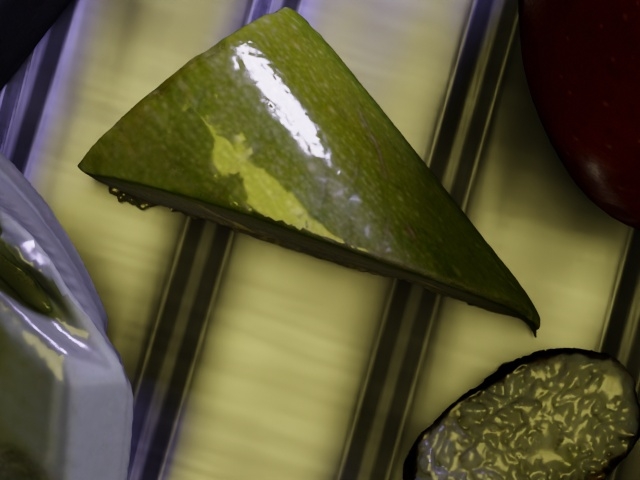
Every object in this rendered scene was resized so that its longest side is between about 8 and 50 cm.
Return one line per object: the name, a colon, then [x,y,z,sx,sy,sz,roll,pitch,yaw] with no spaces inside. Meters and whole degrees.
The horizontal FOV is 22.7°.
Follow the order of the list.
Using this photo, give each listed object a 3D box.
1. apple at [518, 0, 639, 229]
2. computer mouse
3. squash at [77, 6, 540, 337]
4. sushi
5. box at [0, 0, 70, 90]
apple: [0.247,-0.152,0.868,0.288,0.288,0.317,9,69,-1]
computer mouse: [-0.271,0.017,0.891,0.429,0.145,0.228,37,109,8]
squash: [0.000,0.000,0.935,0.169,0.093,0.252,-38,86,-7]
sushi: [0.117,0.120,0.935,0.150,0.078,0.090,-35,80,-4]
box: [-0.282,-0.260,0.872,0.345,0.251,0.204,36,84,2]
